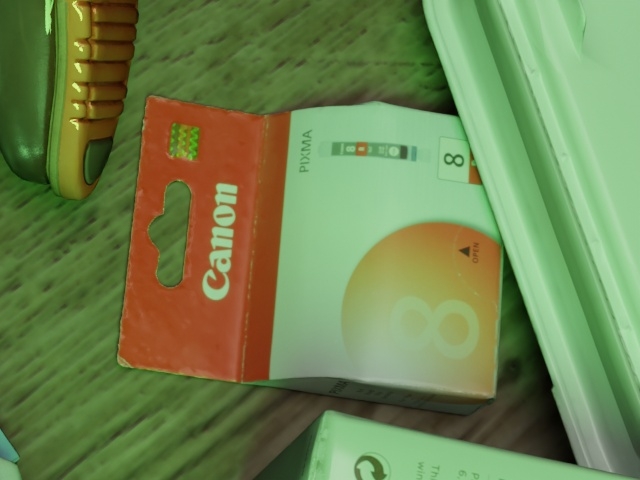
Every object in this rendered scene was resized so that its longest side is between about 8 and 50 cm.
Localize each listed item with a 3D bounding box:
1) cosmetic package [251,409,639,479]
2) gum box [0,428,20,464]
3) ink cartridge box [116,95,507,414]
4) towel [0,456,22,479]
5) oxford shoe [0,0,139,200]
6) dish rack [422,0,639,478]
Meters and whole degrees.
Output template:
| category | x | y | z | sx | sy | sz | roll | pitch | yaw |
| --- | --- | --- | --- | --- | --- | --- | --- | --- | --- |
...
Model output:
| category | x | y | z | sx | sy | sz | roll | pitch | yaw |
| --- | --- | --- | --- | --- | --- | --- | --- | --- | --- |
| cosmetic package | 0.142 | 0.194 | 0.788 | 0.365 | 0.197 | 0.155 | 13 | 69 | -8 |
| gum box | -0.252 | 0.083 | 0.806 | 0.184 | 0.041 | 0.157 | -33 | 84 | -22 |
| ink cartridge box | 0.000 | 0.000 | 0.897 | 0.179 | 0.045 | 0.145 | 10 | 70 | -14 |
| towel | -0.228 | 0.247 | 0.739 | 0.324 | 0.038 | 0.248 | -26 | 92 | -19 |
| oxford shoe | -0.160 | -0.197 | 0.865 | 0.132 | 0.130 | 0.364 | -5 | 92 | 4 |
| dish rack | 0.221 | -0.034 | 0.928 | 0.285 | 0.072 | 0.333 | -11 | 74 | -26 |
